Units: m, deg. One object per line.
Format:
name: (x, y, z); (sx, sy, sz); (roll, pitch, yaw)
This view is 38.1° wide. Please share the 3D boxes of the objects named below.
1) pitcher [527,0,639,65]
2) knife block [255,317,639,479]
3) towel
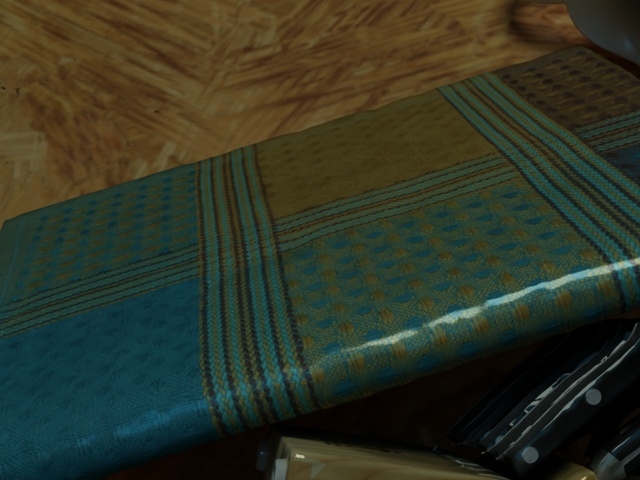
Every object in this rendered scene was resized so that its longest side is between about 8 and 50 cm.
pitcher: (0.226, -0.192, 0.542); (0.207, 0.125, 0.177); (-42, 49, -8)
knife block: (0.087, 0.157, 0.351); (0.242, 0.088, 0.276); (11, 84, -6)
towel: (0.000, 0.000, 0.450); (0.370, 0.040, 0.271); (-17, 25, 2)
